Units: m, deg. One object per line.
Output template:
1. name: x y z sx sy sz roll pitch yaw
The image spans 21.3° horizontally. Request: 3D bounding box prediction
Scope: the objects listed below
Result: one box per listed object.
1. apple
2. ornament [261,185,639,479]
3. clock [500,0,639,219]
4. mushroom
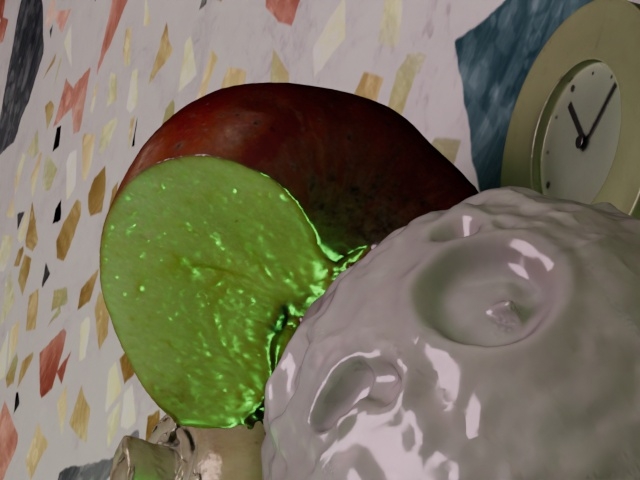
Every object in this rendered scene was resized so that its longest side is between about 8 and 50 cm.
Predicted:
1. apple: -0.011 0.048 1.423 0.329 0.295 0.365 56 147 26
2. ornament: 0.125 0.130 1.044 0.337 0.337 0.337 -40 45 55
3. clock: 0.213 -0.076 1.345 0.235 0.029 0.235 -168 90 -68
4. mushroom: -0.119 0.256 1.715 0.246 0.202 0.246 -42 36 40
